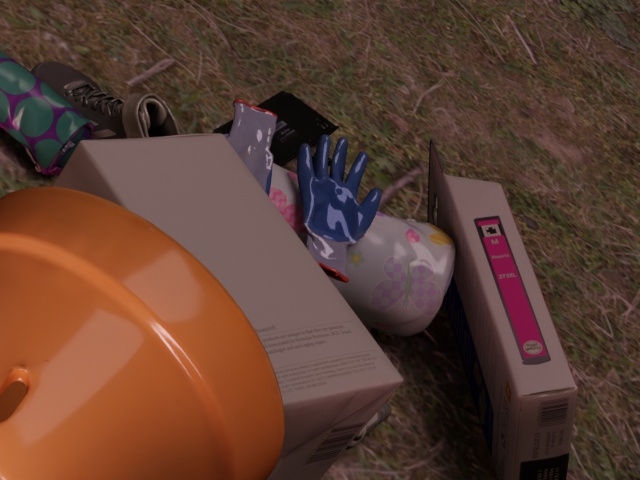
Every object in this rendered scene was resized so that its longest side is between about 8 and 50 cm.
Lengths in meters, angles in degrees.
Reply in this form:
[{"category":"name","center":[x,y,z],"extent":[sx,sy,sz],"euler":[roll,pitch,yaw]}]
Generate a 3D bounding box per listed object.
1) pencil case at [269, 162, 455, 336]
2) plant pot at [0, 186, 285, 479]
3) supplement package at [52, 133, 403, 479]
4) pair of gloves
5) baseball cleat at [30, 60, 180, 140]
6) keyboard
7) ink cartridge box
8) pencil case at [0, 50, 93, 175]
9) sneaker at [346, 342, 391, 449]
[{"category":"pencil case","center":[0.000,0.000,1.713],"extent":[0.273,0.113,0.124],"euler":[21,75,-20]},{"category":"plant pot","center":[-0.199,0.136,1.228],"extent":[0.291,0.291,0.203],"euler":[39,48,4]},{"category":"supplement package","center":[-0.107,0.072,1.466],"extent":[0.175,0.177,0.293],"euler":[-7,53,-48]},{"category":"pair of gloves","center":[-0.032,-0.052,1.635],"extent":[0.198,0.023,0.159],"euler":[24,52,-19]},{"category":"baseball cleat","center":[-0.201,-0.126,1.693],"extent":[0.206,0.109,0.072],"euler":[43,46,14]},{"category":"keyboard","center":[-0.040,-0.108,1.912],"extent":[0.108,0.023,0.180],"euler":[36,32,10]},{"category":"ink cartridge box","center":[0.173,0.076,1.737],"extent":[0.069,0.175,0.371],"euler":[-9,45,-8]},{"category":"pencil case","center":[-0.292,-0.128,1.650],"extent":[0.152,0.064,0.070],"euler":[38,75,3]},{"category":"sneaker","center":[-0.013,0.091,1.637],"extent":[0.228,0.086,0.132],"euler":[56,31,11]}]
